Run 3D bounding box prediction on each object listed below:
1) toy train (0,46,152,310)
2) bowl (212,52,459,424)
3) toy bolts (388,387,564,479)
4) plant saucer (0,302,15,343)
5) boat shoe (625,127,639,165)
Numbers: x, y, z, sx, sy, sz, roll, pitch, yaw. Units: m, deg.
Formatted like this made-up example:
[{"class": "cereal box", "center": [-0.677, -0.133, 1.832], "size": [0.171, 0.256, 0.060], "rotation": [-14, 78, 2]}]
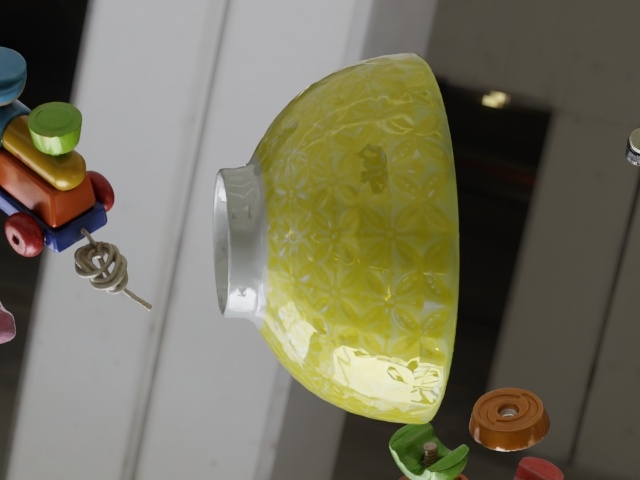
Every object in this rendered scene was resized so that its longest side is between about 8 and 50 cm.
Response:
[{"class": "toy train", "center": [-0.226, -0.058, 1.633], "size": [0.248, 0.143, 0.105], "rotation": [37, -128, 26]}, {"class": "bowl", "center": [0.000, 0.000, 1.430], "size": [0.156, 0.289, 0.289], "rotation": [-1, -166, -10]}, {"class": "toy bolts", "center": [0.225, 0.317, 2.303], "size": [0.218, 0.158, 0.228], "rotation": [-27, -143, -26]}, {"class": "plant saucer", "center": [-0.510, 0.091, 2.077], "size": [0.332, 0.084, 0.332], "rotation": [-7, 175, -1]}, {"class": "boat shoe", "center": [0.440, -0.119, 2.291], "size": [0.133, 0.049, 0.042], "rotation": [-5, 152, -9]}]
